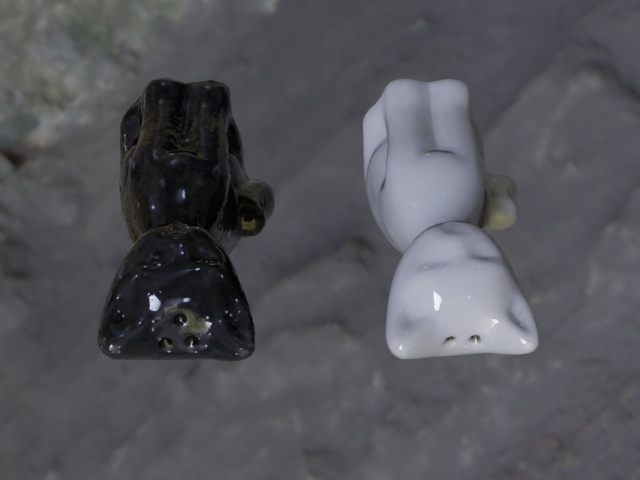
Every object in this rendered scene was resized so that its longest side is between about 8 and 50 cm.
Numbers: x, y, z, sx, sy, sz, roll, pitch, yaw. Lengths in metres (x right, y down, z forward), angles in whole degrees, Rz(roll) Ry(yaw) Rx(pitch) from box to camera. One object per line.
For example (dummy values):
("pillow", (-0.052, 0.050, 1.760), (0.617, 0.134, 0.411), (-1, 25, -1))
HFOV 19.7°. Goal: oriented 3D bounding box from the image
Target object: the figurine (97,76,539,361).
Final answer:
("figurine", (0.000, 0.000, 0.910), (0.215, 0.092, 0.209), (0, 28, 0))
